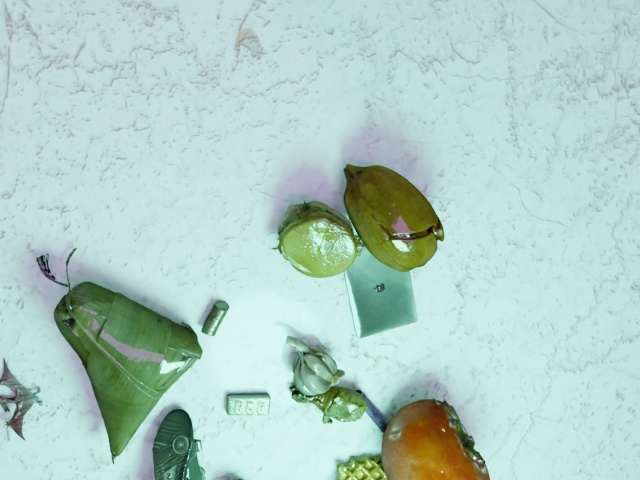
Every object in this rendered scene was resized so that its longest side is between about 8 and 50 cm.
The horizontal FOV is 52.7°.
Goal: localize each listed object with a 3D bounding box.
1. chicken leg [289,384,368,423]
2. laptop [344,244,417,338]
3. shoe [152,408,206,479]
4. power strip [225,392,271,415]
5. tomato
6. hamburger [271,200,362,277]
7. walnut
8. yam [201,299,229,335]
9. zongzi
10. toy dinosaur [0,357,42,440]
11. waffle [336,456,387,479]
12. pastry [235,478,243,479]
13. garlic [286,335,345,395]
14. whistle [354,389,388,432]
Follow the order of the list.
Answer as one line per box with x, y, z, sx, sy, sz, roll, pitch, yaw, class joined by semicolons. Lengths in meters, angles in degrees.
0.019;0.456;1.814;0.228;0.088;0.103;8;128;-6;chicken leg
0.166;0.132;1.810;0.188;0.015;0.269;-15;107;-12;laptop
-0.368;0.603;1.734;0.109;0.149;0.292;-3;75;17;shoe
-0.200;0.450;1.775;0.123;0.032;0.056;4;101;-16;power strip
0.306;0.625;1.810;0.273;0.341;0.341;-36;111;10;tomato
0.000;0.000;1.663;0.215;0.122;0.189;28;120;-13;hamburger
0.176;-0.069;1.672;0.209;0.209;0.336;-43;99;-2;walnut
-0.275;0.203;1.688;0.043;0.043;0.094;27;95;-20;yam
-0.563;0.285;1.562;0.447;0.181;0.418;33;93;-18;zongzi
-0.752;0.394;1.606;0.108;0.032;0.220;-9;96;-10;toy dinosaur
0.144;0.754;1.885;0.243;0.059;0.237;4;73;-23;waffle
-0.199;0.749;1.770;0.103;0.189;0.188;-43;111;-8;pastry
-0.034;0.335;1.739;0.127;0.131;0.194;-42;119;-6;garlic
0.152;0.502;1.888;0.033;0.033;0.176;-38;110;-4;whistle
